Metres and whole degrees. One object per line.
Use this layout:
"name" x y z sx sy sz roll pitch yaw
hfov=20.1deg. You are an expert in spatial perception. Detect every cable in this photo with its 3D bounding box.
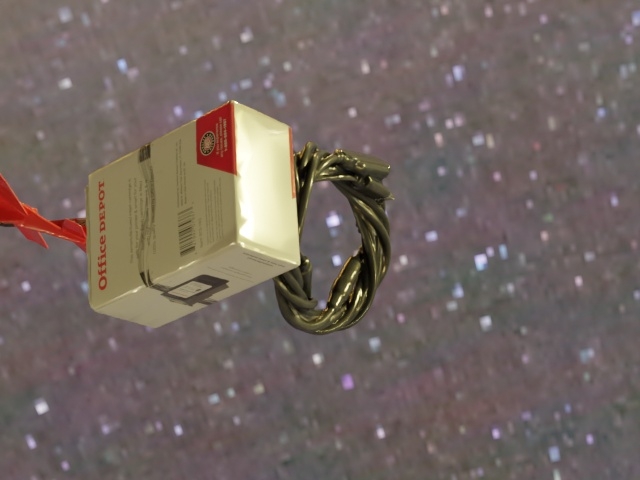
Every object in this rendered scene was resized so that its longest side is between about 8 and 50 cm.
"cable" 0.000 0.000 1.422 0.047 0.150 0.184 14 -175 27

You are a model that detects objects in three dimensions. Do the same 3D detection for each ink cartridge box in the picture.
"ink cartridge box" -0.091 -0.015 1.256 0.150 0.063 0.109 -24 -120 38

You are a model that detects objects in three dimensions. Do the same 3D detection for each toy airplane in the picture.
"toy airplane" -0.251 -0.018 1.590 0.151 0.151 0.028 7 -117 26
